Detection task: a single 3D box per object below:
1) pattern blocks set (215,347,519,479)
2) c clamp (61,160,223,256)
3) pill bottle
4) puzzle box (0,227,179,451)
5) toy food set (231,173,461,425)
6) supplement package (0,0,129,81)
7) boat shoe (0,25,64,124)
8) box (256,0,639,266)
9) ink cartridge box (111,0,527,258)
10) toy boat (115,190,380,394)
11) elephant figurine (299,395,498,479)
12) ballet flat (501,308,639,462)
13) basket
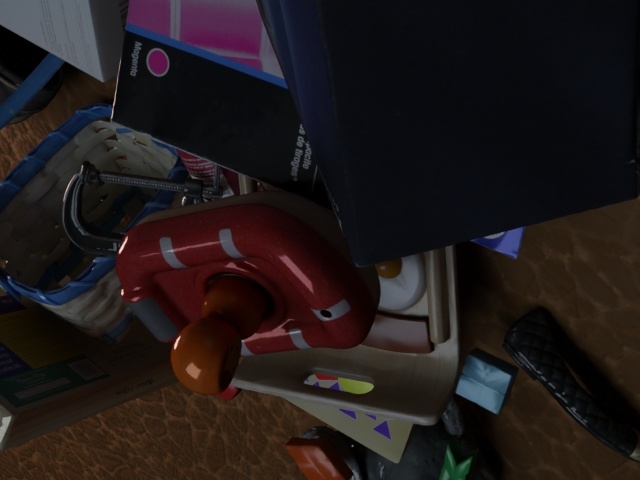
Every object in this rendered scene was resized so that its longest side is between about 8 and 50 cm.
[{"bbox_3d":[0.022,0.114,1.213,0.325,0.026,0.285,35,125,15],"label":"pattern blocks set"},{"bbox_3d":[-0.168,-0.040,1.196,0.161,0.022,0.137,3,120,4],"label":"c clamp"},{"bbox_3d":[-0.089,-0.084,1.218,0.086,0.086,0.152,8,134,46],"label":"pill bottle"},{"bbox_3d":[-0.317,0.092,1.434,0.272,0.409,0.052,35,111,19],"label":"puzzle box"},{"bbox_3d":[0.000,0.000,1.100,0.220,0.092,0.306,7,113,31],"label":"toy food set"},{"bbox_3d":[-0.240,-0.248,1.195,0.179,0.105,0.105,30,146,24],"label":"supplement package"},{"bbox_3d":[-0.391,-0.286,1.339,0.130,0.132,0.355,-11,127,43],"label":"boat shoe"},{"bbox_3d":[0.047,-0.197,0.709,0.296,0.183,0.294,-109,6,-49],"label":"box"},{"bbox_3d":[0.002,-0.123,0.995,0.371,0.069,0.175,22,112,24],"label":"ink cartridge box"},{"bbox_3d":[-0.069,0.057,1.003,0.231,0.151,0.151,-10,130,34],"label":"toy boat"},{"bbox_3d":[0.052,0.241,1.342,0.239,0.186,0.169,15,168,38],"label":"elephant figurine"},{"bbox_3d":[0.234,0.133,1.119,0.173,0.049,0.057,44,-177,-6],"label":"ballet flat"},{"bbox_3d":[-0.261,-0.044,1.312,0.201,0.255,0.289,28,156,32],"label":"basket"}]
